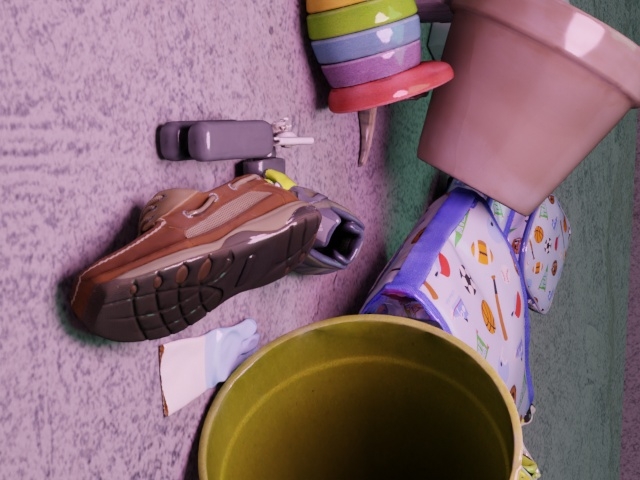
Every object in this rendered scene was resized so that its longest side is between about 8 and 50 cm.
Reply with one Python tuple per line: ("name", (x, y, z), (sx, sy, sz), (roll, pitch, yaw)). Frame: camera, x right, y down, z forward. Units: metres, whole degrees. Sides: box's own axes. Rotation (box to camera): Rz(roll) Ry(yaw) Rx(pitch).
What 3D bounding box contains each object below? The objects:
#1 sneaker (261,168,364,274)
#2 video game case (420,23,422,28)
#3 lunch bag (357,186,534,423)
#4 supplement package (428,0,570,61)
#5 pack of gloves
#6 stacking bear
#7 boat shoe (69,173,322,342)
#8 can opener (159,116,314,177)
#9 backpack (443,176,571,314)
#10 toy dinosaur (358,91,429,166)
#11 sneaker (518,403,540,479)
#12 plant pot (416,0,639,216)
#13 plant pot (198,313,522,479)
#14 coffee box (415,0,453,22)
("sneaker", (0.000, 0.000, 1.667), (0.111, 0.121, 0.300), (-66, 160, 0))
("video game case", (0.105, -0.447, 2.056), (0.300, 0.036, 0.329), (64, 35, -44))
("lunch bag", (0.167, 0.153, 1.952), (0.328, 0.239, 0.385), (-52, 144, -53))
("supplement package", (0.336, -0.348, 2.369), (0.262, 0.198, 0.199), (55, 42, -52))
("pack of gloves", (-0.113, 0.083, 1.552), (0.232, 0.046, 0.195), (-18, 105, -64))
("stacking bear", (0.051, -0.332, 1.802), (0.164, 0.175, 0.289), (-37, 114, -61))
("boat shoe", (-0.141, 0.009, 1.412), (0.324, 0.120, 0.122), (-21, 147, -47))
("can opener", (-0.091, -0.104, 1.567), (0.280, 0.074, 0.093), (-2, 92, -66))
("backpack", (0.306, 0.002, 2.311), (0.263, 0.213, 0.276), (46, 51, -43))
("toy dinosaur", (0.092, -0.249, 1.960), (0.064, 0.118, 0.268), (-137, -143, -62))
("sneaker", (0.314, 0.456, 2.376), (0.145, 0.147, 0.384), (-28, 117, -65))
("plant pot", (0.289, -0.200, 1.943), (0.280, 0.323, 0.323), (-62, 155, 6))
("plant pot", (0.060, 0.341, 1.626), (0.353, 0.367, 0.366), (82, 22, -49))
("coffee box", (0.154, -0.418, 2.000), (0.246, 0.098, 0.141), (2, 90, -65))
